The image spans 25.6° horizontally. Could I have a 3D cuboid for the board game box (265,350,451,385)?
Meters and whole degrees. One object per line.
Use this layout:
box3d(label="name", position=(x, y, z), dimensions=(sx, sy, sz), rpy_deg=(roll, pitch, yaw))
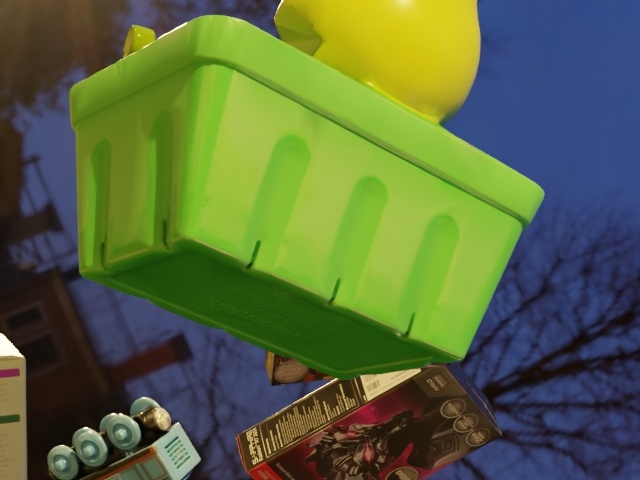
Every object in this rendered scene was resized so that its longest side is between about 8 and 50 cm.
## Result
box3d(label="board game box", position=(0.057, 0.102, 1.770), dimensions=(0.042, 0.243, 0.165), rpy_deg=(-109, -161, -44))

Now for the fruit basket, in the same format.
box3d(label="fruit basket", position=(0.005, -0.103, 1.194), dimensions=(0.283, 0.392, 0.392), rpy_deg=(-16, -84, 50))

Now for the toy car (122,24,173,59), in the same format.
box3d(label="toy car", position=(-0.161, -0.192, 1.774), dimensions=(0.188, 0.155, 0.149), rpy_deg=(17, -86, 67))

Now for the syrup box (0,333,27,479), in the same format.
box3d(label="syrup box", position=(-0.345, 0.217, 1.389), dimensions=(0.093, 0.096, 0.236), rpy_deg=(25, -65, 60))

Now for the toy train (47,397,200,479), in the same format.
box3d(label="toy train", position=(-0.231, 0.255, 1.611), dimensions=(0.184, 0.080, 0.105), rpy_deg=(-29, -88, 28))

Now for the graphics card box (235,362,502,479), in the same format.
box3d(label="graphics card box", position=(0.081, 0.317, 2.286), dimensions=(0.233, 0.371, 0.094), rpy_deg=(51, 13, -38))
